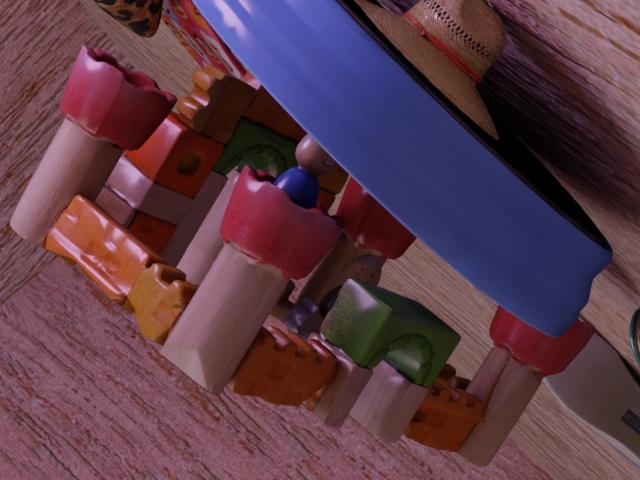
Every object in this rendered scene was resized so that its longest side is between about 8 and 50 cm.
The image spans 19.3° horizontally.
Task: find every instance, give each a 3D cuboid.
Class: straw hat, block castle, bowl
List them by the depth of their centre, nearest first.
[{"bbox_3d":[0.090,-0.139,1.276,0.144,0.061,0.144,43,-171,-8],"label":"straw hat"},{"bbox_3d":[0.062,-0.094,1.382,0.391,0.077,0.391,42,-170,-9],"label":"bowl"},{"bbox_3d":[0.000,0.000,1.553,0.303,0.213,0.453,37,-170,39],"label":"block castle"}]

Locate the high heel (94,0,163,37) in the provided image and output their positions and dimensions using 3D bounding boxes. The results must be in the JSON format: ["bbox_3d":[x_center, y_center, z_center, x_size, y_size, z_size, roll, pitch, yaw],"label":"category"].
[{"bbox_3d":[-0.124,-0.256,1.686,0.186,0.093,0.261,19,146,22],"label":"high heel"}]

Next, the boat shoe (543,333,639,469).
[{"bbox_3d":[0.305,0.177,1.954,0.227,0.079,0.081,44,171,5],"label":"boat shoe"}]

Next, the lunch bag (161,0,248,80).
[{"bbox_3d":[-0.080,-0.214,1.893,0.258,0.120,0.293,49,176,-21],"label":"lunch bag"}]

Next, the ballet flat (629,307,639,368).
[{"bbox_3d":[0.314,0.115,1.525,0.067,0.073,0.206,8,153,37],"label":"ballet flat"}]
